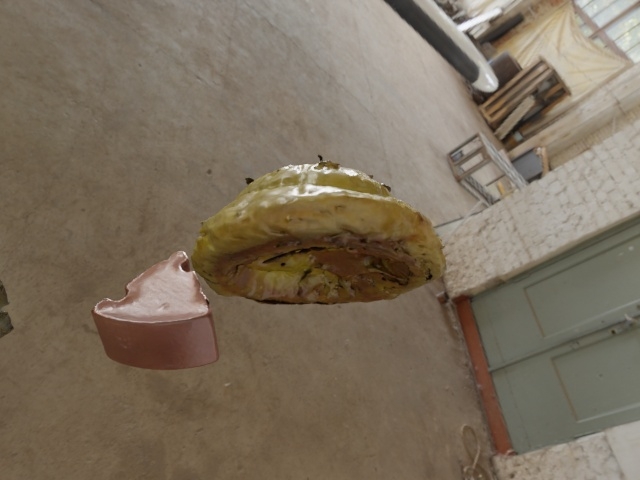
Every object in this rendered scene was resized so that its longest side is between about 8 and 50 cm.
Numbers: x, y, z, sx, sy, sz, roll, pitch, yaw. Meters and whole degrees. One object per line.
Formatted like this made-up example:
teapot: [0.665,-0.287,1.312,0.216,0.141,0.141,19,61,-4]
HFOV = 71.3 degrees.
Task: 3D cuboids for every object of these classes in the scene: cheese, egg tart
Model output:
cheese: [-0.294,0.131,0.781,0.177,0.128,0.203,-16,39,-24]
egg tart: [0.000,0.000,0.513,0.290,0.290,0.116,22,61,-42]

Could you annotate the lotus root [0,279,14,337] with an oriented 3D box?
lotus root: [-0.647,0.036,0.717,0.314,0.210,0.142,47,43,8]
